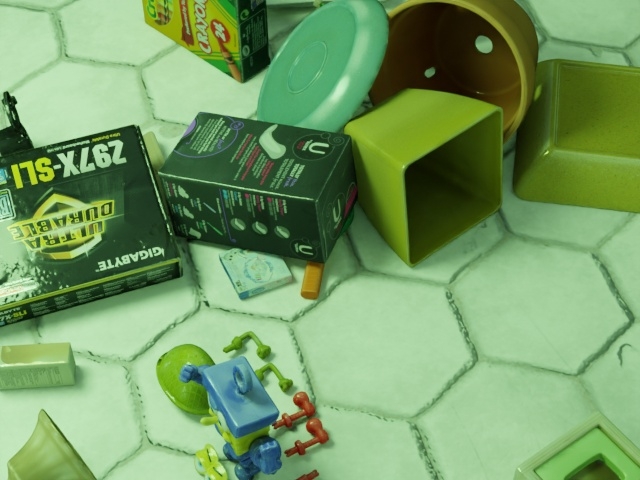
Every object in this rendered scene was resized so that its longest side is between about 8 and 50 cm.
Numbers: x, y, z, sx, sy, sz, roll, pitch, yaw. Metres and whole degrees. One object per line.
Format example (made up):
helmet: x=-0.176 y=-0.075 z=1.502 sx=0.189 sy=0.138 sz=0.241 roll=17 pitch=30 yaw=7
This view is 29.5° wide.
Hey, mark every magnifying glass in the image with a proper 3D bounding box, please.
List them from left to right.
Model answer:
magnifying glass: x=0.000 y=0.000 z=1.961 sx=0.092 sy=0.026 sz=0.231 roll=6 pitch=48 yaw=6

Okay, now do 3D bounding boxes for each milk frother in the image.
milk frother: x=-0.552 y=-0.162 z=2.013 sx=0.135 sy=0.143 sz=0.129 roll=-25 pitch=19 yaw=-20

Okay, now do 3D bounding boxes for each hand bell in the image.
hand bell: x=-0.433 y=0.350 z=1.626 sx=0.242 sy=0.126 sz=0.126 roll=-38 pitch=58 yaw=-12

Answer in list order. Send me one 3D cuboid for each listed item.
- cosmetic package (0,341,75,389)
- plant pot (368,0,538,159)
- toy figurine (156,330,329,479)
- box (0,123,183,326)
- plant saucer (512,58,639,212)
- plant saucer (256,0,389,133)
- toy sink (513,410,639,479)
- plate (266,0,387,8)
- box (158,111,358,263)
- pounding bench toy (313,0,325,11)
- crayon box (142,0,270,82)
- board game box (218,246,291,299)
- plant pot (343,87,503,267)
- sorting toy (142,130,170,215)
cosmetic package: x=-0.420 y=0.184 z=1.778 sx=0.115 sy=0.060 sz=0.041 roll=-2 pitch=49 yaw=-4
plant pot: x=0.248 y=-0.306 z=2.074 sx=0.291 sy=0.291 sz=0.203 roll=23 pitch=37 yaw=19
toy figurine: x=-0.095 y=0.210 z=1.651 sx=0.191 sy=0.217 sz=0.362 roll=-21 pitch=53 yaw=-17
box: x=-0.405 y=-0.025 z=1.905 sx=0.322 sy=0.079 sz=0.257 roll=-15 pitch=65 yaw=-12
plant saucer: x=0.509 y=-0.198 z=2.092 sx=0.333 sy=0.081 sz=0.332 roll=7 pitch=50 yaw=6
plant saucer: x=-0.010 y=-0.284 z=2.048 sx=0.044 sy=0.317 sz=0.317 roll=31 pitch=39 yaw=-32
toy sink: x=0.380 y=0.364 z=1.571 sx=0.153 sy=0.131 sz=0.234 roll=-28 pitch=55 yaw=-22
plate: x=-0.007 y=-0.547 z=2.419 sx=0.278 sy=0.045 sz=0.277 roll=-2 pitch=50 yaw=-2
box: x=-0.095 y=-0.086 z=1.933 sx=0.270 sy=0.143 sz=0.165 roll=11 pitch=48 yaw=19
pounding bench toy: x=0.019 y=-0.414 z=2.278 sx=0.065 sy=0.083 sz=0.052 roll=13 pitch=50 yaw=12
crayon box: x=-0.235 y=-0.450 z=2.235 sx=0.318 sy=0.202 sz=0.081 roll=34 pitch=57 yaw=28
board game box: x=-0.104 y=0.043 z=1.924 sx=0.090 sy=0.020 sz=0.090 roll=-19 pitch=51 yaw=-15
plant pot: x=0.153 y=-0.126 z=1.957 sx=0.212 sy=0.212 sz=0.187 roll=-32 pitch=48 yaw=-25
sorting toy: x=-0.354 y=-0.085 z=2.030 sx=0.208 sy=0.038 sz=0.193 roll=-19 pitch=51 yaw=-9
